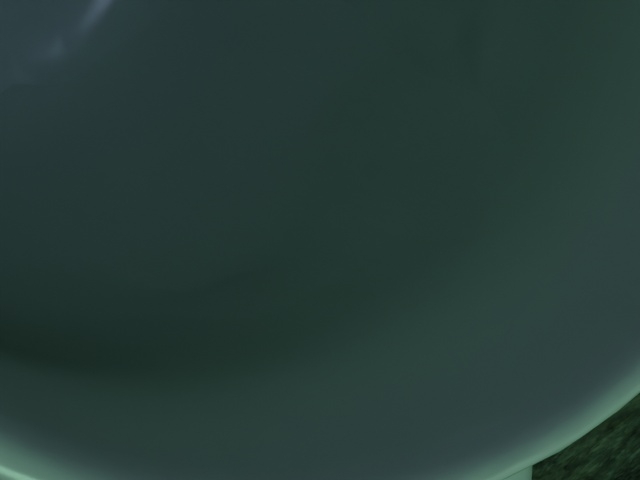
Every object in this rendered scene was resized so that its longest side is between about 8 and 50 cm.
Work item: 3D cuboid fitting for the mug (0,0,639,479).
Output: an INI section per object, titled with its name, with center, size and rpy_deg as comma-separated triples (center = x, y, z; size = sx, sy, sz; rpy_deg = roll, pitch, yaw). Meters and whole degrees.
[mug]
center = -0.051, -0.060, 0.475
size = 0.276, 0.328, 0.374
rpy_deg = -32, 112, -20
